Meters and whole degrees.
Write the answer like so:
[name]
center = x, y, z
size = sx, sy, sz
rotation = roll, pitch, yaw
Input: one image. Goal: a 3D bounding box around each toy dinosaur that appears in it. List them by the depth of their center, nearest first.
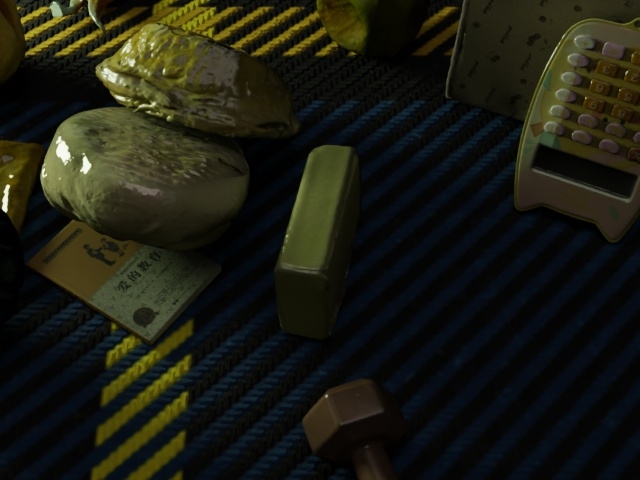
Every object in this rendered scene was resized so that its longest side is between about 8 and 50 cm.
[toy dinosaur]
center = -0.301, -0.343, 1.291
size = 0.142, 0.057, 0.212
rotation = -23, 66, -41

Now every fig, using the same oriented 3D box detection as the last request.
[fig]
center = 0.067, -0.305, 1.195
size = 0.154, 0.166, 0.144
rotation = -27, 90, 13

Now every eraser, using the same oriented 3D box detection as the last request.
[eraser]
center = 0.000, 0.000, 0.980
size = 0.058, 0.117, 0.172
rotation = 7, 52, 10

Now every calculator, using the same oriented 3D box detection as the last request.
[calculator]
center = 0.301, -0.123, 1.027
size = 0.157, 0.236, 0.033
rotation = 22, 27, 14

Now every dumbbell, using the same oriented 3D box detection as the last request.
[dumbbell]
center = 0.060, 0.229, 0.825
size = 0.082, 0.092, 0.230
rotation = -32, 56, 10

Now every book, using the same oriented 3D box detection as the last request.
[book]
center = -0.208, 0.028, 1.019
size = 0.172, 0.012, 0.118
rotation = 28, 56, 19

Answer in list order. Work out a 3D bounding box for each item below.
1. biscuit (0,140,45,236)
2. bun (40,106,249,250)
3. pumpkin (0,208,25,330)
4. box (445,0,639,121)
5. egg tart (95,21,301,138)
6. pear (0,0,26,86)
[biscuit]
center = -0.406, -0.042, 1.052
size = 0.184, 0.039, 0.174
rotation = 1, 53, -2
[bun]
center = -0.182, -0.058, 1.006
size = 0.210, 0.116, 0.237
rotation = 13, 21, -4
[pumpkin]
center = -0.381, 0.028, 0.926
size = 0.194, 0.150, 0.194
rotation = 4, 79, -20
[box]
center = 0.324, -0.252, 1.112
size = 0.297, 0.225, 0.190
rotation = 20, 55, 12
[egg tart]
center = -0.129, -0.183, 1.077
size = 0.232, 0.098, 0.252
rotation = 7, 19, -36
[pear]
center = -0.443, -0.242, 1.141
size = 0.178, 0.178, 0.178
rotation = 1, 52, -1
